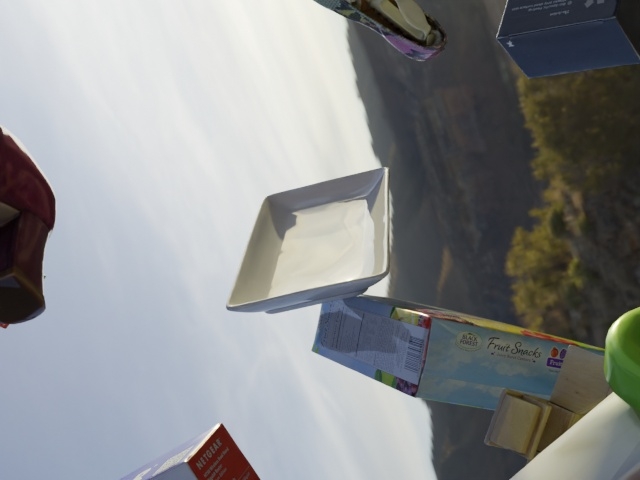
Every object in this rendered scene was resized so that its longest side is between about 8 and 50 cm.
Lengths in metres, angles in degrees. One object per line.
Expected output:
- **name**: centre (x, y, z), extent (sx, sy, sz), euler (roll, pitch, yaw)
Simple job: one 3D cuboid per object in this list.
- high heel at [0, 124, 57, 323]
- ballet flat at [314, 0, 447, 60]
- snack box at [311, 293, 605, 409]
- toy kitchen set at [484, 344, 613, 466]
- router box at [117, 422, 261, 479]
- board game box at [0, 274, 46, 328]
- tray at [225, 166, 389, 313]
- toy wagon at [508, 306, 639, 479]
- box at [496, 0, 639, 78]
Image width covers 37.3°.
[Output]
- **high heel**: centre (-0.317, -0.093, 0.743), extent (0.377, 0.127, 0.181), euler (80, 176, -55)
- **ballet flat**: centre (0.070, -0.305, 1.197), extent (0.221, 0.077, 0.079), euler (31, 166, -11)
- **snack box**: centre (0.112, 0.096, 0.822), extent (0.207, 0.174, 0.070), euler (6, 84, 66)
- **toy kitchen set**: centre (0.134, 0.100, 0.465), extent (0.068, 0.083, 0.075), euler (20, 180, -36)
- **router box**: centre (-0.149, 0.378, 0.894), extent (0.301, 0.335, 0.082), euler (56, -158, -3)
- **board game box**: centre (-0.452, 0.045, 1.226), extent (0.043, 0.092, 0.181), euler (37, 178, 31)
- **tray**: centre (0.000, 0.000, 0.917), extent (0.270, 0.145, 0.030), euler (-80, -26, -66)
- **toy wagon**: centre (0.251, 0.138, 0.442), extent (0.068, 0.344, 0.267), euler (-102, 4, -57)
- **box**: centre (0.319, -0.295, 1.158), extent (0.093, 0.156, 0.158), euler (38, -118, -41)
